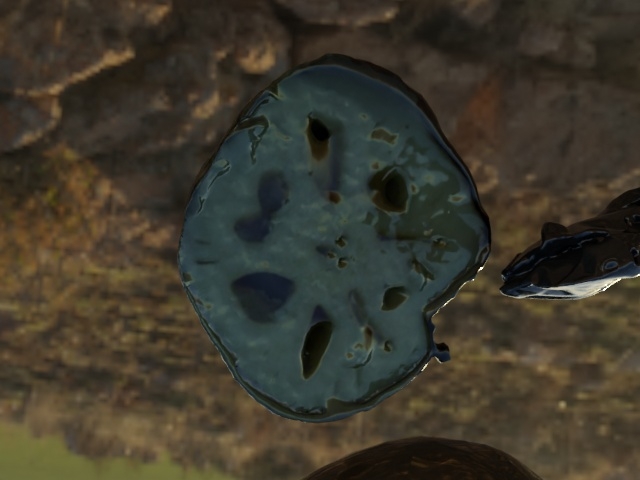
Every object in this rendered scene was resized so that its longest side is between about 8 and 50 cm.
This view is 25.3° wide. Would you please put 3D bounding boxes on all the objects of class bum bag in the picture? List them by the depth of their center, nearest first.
[{"bbox_3d":[0.166,-0.001,0.832,0.087,0.049,0.197,-23,180,30],"label":"bum bag"}]

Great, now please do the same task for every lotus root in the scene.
[{"bbox_3d":[-0.002,-0.003,0.826,0.183,0.203,0.078,-33,-157,-17],"label":"lotus root"}]

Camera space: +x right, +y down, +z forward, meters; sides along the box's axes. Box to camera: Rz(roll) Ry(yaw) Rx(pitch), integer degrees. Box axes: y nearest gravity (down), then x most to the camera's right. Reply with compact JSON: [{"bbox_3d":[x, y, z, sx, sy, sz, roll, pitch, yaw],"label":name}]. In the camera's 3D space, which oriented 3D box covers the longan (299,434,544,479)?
[{"bbox_3d":[0.067,0.284,0.997,0.297,0.297,0.297,3,165,1],"label":"longan"}]
